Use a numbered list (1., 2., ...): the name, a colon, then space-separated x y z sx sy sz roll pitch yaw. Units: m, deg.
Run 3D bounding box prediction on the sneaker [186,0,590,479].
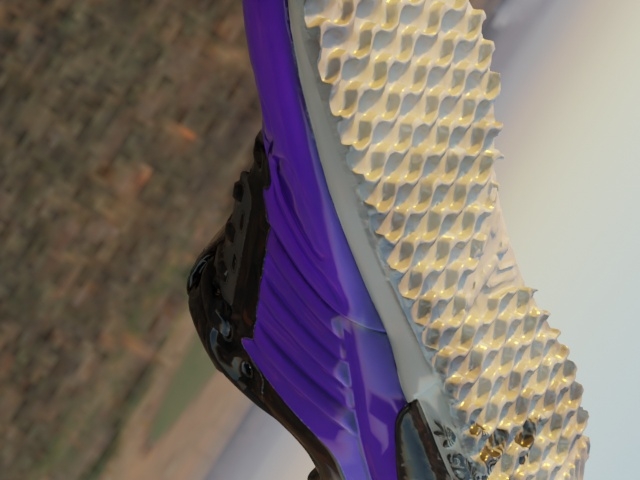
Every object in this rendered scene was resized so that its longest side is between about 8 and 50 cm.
1. sneaker: 0.000 0.001 0.749 0.102 0.146 0.293 -45 127 -43
